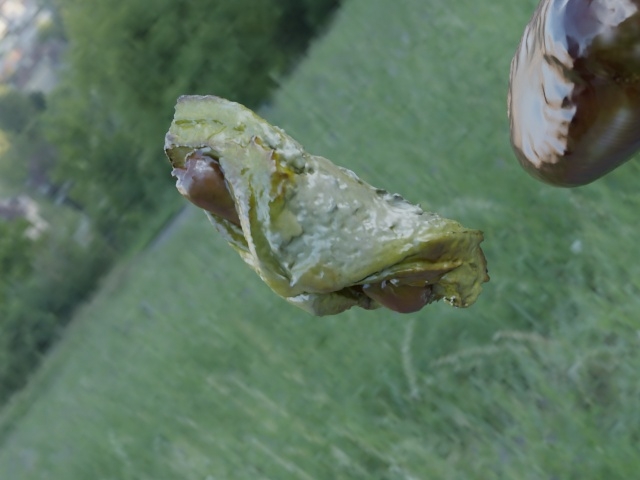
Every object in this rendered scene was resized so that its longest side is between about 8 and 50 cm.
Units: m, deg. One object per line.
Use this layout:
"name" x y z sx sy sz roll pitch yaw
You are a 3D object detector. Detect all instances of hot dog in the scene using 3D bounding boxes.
"hot dog" 0.000 0.000 0.614 0.078 0.169 0.061 -41 26 55

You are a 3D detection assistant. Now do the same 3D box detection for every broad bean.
"broad bean" 0.133 -0.082 0.663 0.114 0.084 0.165 -63 2 -21
